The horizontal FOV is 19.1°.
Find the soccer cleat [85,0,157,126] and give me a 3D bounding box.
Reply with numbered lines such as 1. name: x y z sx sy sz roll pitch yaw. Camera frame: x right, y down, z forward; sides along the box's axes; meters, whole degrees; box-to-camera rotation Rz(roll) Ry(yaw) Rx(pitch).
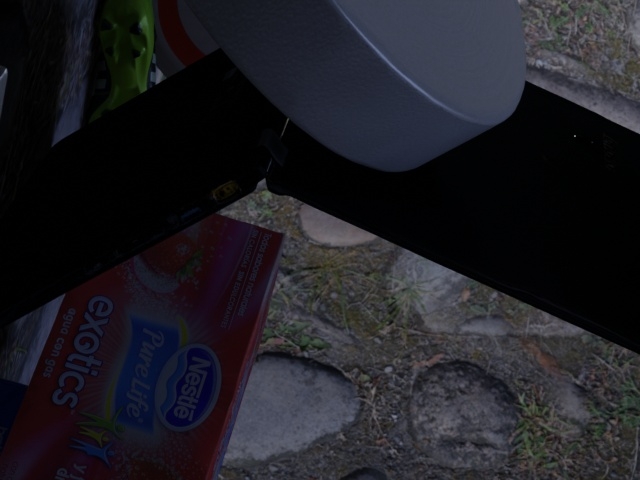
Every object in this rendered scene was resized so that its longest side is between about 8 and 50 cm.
1. soccer cleat: -0.159 -0.137 1.574 0.072 0.060 0.179 -76 177 -50

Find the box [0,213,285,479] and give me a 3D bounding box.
1. box: -0.137 0.130 1.391 0.154 0.142 0.300 105 2 -54

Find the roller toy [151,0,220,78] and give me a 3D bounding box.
1. roller toy: -0.064 -0.218 1.710 0.209 0.191 0.146 -35 -174 7

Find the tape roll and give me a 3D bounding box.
1. tape roll: -0.008 -0.226 1.112 0.072 0.392 0.392 -27 -157 23

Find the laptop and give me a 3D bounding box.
1. laptop: 0.000 0.000 1.262 0.236 0.408 0.382 57 18 -15

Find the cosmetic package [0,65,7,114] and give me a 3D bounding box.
1. cosmetic package: -0.206 0.088 0.679 0.160 0.113 0.309 -73 178 -66

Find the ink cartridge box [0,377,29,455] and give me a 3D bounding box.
1. ink cartridge box: -0.242 0.158 1.453 0.207 0.046 0.097 97 8 -82
